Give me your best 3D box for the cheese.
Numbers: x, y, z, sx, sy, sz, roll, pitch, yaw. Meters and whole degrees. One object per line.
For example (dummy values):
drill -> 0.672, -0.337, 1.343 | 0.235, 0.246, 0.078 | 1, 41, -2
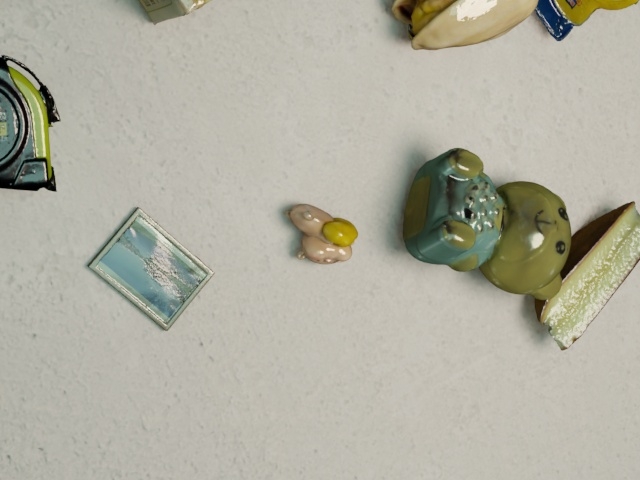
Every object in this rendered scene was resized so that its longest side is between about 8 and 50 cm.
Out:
cheese -> 0.439, -0.428, 1.810 | 0.270, 0.069, 0.177 | -44, 110, -13

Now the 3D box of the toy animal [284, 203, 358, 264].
toy animal -> 0.000, 0.000, 1.664 | 0.114, 0.091, 0.082 | 23, 100, -25

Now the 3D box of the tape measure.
tape measure -> -0.434, -0.147, 1.452 | 0.199, 0.112, 0.186 | -7, 105, -28

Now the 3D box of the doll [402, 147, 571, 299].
doll -> 0.262, -0.018, 1.728 | 0.260, 0.161, 0.177 | 15, 68, -22

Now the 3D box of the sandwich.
sandwich -> 0.431, 0.053, 1.844 | 0.094, 0.096, 0.258 | 45, 80, -14

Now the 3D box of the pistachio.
pistachio -> 0.217, -0.361, 1.692 | 0.229, 0.157, 0.157 | -25, 105, -13

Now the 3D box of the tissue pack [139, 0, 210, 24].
tissue pack -> -0.213, -0.410, 1.489 | 0.125, 0.159, 0.234 | -36, 107, -16

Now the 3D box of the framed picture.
framed picture -> -0.236, 0.041, 1.606 | 0.149, 0.011, 0.109 | 42, 79, -21
